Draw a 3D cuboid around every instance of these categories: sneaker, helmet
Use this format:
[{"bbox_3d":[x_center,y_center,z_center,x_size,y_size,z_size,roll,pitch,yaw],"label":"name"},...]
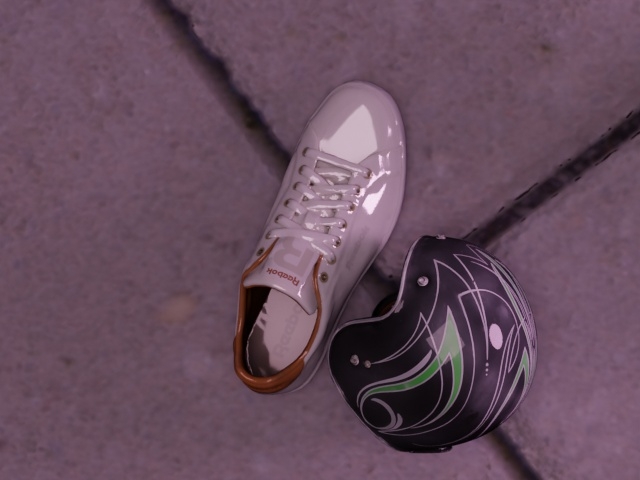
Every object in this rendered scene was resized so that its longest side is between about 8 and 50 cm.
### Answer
[{"bbox_3d":[0.000,0.000,1.510,0.106,0.123,0.290,18,92,10],"label":"sneaker"},{"bbox_3d":[0.104,0.085,1.475,0.161,0.169,0.169,-35,85,24],"label":"helmet"}]
